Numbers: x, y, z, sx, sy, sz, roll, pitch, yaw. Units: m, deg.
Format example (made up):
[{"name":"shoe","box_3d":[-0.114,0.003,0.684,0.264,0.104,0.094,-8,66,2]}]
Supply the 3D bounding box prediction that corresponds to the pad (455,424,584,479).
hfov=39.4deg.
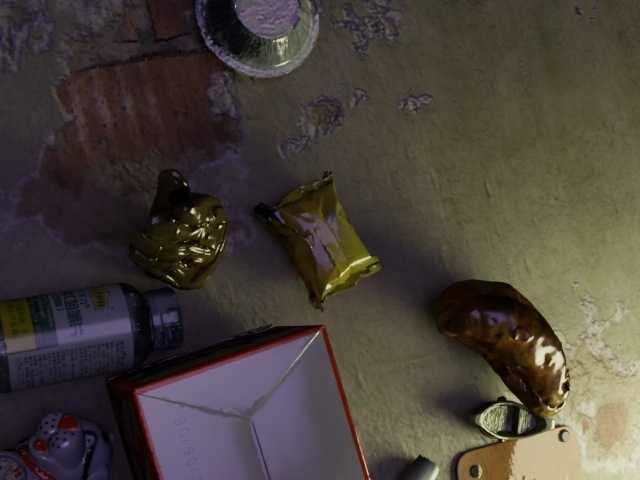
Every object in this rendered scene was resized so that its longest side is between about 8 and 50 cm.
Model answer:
[{"name":"pad","box_3d":[0.403,0.526,1.740,0.284,0.018,0.286,-9,86,-22]}]

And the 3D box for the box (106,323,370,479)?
[{"name":"box","box_3d":[-0.127,0.339,1.418,0.319,0.257,0.348,-18,92,-21]}]

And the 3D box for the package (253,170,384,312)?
[{"name":"package","box_3d":[0.000,0.000,1.598,0.168,0.090,0.226,-30,93,-19]}]

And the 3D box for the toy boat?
[{"name":"toy boat","box_3d":[0.354,0.343,1.710,0.185,0.071,0.089,7,82,-20]}]

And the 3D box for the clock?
[{"name":"clock","box_3d":[-0.422,0.359,1.353,0.254,0.189,0.188,-32,96,-28]}]

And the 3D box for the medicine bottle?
[{"name":"medicine bottle","box_3d":[-0.368,0.145,1.405,0.293,0.141,0.141,-8,87,-23]}]

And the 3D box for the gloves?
[{"name":"gloves","box_3d":[-0.216,-0.004,1.385,0.141,0.331,0.154,25,75,-10]}]

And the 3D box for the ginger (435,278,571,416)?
[{"name":"ginger","box_3d":[0.360,0.182,1.680,0.321,0.165,0.172,40,64,-11]}]

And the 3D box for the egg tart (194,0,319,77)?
[{"name":"egg tart","box_3d":[-0.108,-0.406,1.601,0.234,0.094,0.234,2,84,-20]}]

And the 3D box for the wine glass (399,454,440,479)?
[{"name":"wine glass","box_3d":[0.146,0.483,1.617,0.066,0.066,0.198,44,69,-12]}]
